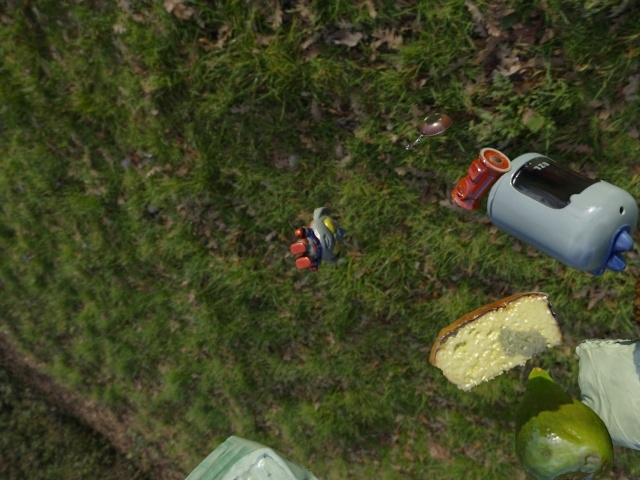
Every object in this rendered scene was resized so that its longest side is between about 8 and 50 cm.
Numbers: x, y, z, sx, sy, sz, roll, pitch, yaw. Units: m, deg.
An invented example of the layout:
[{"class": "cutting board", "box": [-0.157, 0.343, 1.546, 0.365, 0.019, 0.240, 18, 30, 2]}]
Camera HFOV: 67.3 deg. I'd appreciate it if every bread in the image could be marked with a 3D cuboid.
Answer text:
[{"class": "bread", "box": [0.342, 0.197, 0.975, 0.260, 0.134, 0.129, -27, 87, 5]}]

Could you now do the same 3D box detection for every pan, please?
[{"class": "pan", "box": [0.217, -0.228, 0.993, 0.023, 0.115, 0.068, 56, 173, -33]}]

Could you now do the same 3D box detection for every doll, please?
[{"class": "doll", "box": [0.000, -0.001, 0.879, 0.062, 0.195, 0.104, -35, 91, 27]}]

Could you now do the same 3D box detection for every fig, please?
[{"class": "fig", "box": [0.536, 0.420, 1.119, 0.206, 0.275, 0.206, -1, 128, -1]}]

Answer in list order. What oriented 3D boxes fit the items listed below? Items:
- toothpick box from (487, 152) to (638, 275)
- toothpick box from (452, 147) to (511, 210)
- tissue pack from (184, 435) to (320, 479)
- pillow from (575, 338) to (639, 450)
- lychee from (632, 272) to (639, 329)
[{"class": "toothpick box", "box": [0.651, -0.056, 1.273, 0.355, 0.263, 0.263, 43, 141, 48]}, {"class": "toothpick box", "box": [0.219, -0.082, 0.663, 0.047, 0.047, 0.083, 43, 139, 16]}, {"class": "tissue pack", "box": [-0.042, 0.383, 0.575, 0.287, 0.162, 0.388, 43, 156, 4]}, {"class": "pillow", "box": [0.762, 0.370, 1.184, 0.310, 0.138, 0.283, 135, 131, -74]}, {"class": "lychee", "box": [0.763, 0.123, 0.932, 0.268, 0.267, 0.267, 23, 127, 33]}]
